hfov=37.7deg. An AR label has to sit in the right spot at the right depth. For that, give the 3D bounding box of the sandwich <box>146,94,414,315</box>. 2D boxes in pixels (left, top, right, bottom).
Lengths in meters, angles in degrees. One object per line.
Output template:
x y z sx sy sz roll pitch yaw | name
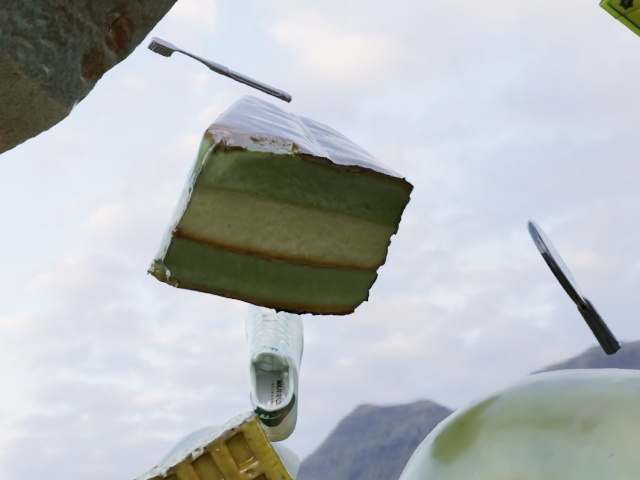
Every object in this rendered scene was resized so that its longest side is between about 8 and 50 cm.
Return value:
-0.069 -0.046 0.895 0.227 0.198 0.155 11 -71 -36 | sandwich

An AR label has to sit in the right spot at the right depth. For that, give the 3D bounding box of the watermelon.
-0.305 -0.205 0.855 0.387 0.258 0.228 -11 22 -29 | watermelon

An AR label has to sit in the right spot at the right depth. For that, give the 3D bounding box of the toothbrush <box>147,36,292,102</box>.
-0.205 -0.351 1.966 0.354 0.024 0.029 17 -47 -37 | toothbrush

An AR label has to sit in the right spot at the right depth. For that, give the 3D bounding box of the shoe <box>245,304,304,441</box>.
-0.071 0.169 1.444 0.095 0.265 0.110 -4 -28 -1 | shoe

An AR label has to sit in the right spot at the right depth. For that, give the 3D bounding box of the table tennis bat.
0.375 0.068 1.407 0.027 0.236 0.150 -34 2 15 | table tennis bat

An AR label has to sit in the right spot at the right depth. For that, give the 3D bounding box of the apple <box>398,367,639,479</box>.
0.209 0.259 0.614 0.357 0.357 0.357 -7 -24 -3 | apple

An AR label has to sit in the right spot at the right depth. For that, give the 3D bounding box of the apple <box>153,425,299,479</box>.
-0.184 0.493 1.550 0.311 0.360 0.320 16 -28 30 | apple

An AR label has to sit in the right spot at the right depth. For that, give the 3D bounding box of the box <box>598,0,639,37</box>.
0.532 -0.313 1.385 0.141 0.220 0.064 -31 -18 -50 | box

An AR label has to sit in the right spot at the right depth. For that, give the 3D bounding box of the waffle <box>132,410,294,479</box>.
-0.145 0.391 1.302 0.247 0.221 0.055 -30 8 -16 | waffle
